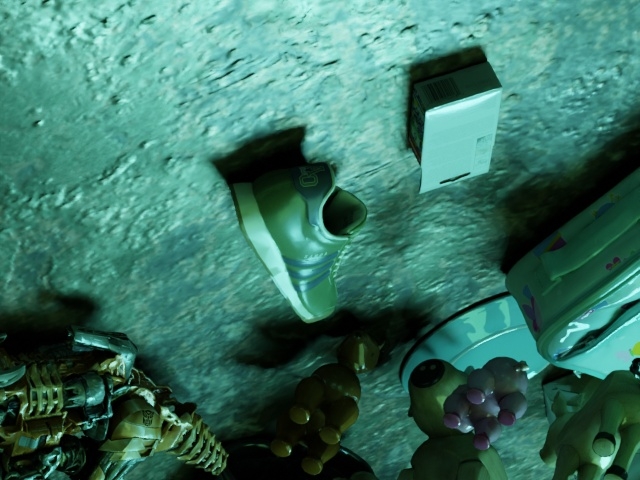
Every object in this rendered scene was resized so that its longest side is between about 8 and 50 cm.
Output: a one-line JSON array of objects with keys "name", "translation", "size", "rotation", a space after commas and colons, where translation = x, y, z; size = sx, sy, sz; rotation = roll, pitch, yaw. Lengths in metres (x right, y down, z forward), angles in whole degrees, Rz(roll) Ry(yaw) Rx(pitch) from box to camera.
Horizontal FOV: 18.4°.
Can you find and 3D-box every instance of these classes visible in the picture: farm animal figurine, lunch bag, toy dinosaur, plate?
[{"name": "farm animal figurine", "translation": [0.139, 0.196, 1.750], "size": [0.330, 0.172, 0.326], "rotation": [8, 126, 19]}, {"name": "lunch bag", "translation": [0.309, 0.018, 1.732], "size": [0.279, 0.108, 0.224], "rotation": [-42, 146, 26]}, {"name": "toy dinosaur", "translation": [-0.194, 0.167, 1.600], "size": [0.322, 0.164, 0.218], "rotation": [27, 109, -28]}, {"name": "plate", "translation": [0.167, 0.108, 1.866], "size": [0.188, 0.024, 0.188], "rotation": [-18, 151, -11]}]

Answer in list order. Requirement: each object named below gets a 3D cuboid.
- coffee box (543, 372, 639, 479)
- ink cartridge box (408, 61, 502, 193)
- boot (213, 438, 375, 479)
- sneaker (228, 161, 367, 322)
[{"name": "coffee box", "translation": [0.366, 0.174, 1.995], "size": [0.247, 0.141, 0.098], "rotation": [-22, 150, -2]}, {"name": "ink cartridge box", "translation": [0.100, -0.084, 1.502], "size": [0.063, 0.029, 0.115], "rotation": [-18, 151, -11]}, {"name": "boot", "translation": [-0.008, 0.294, 1.966], "size": [0.338, 0.118, 0.222], "rotation": [5, 135, -47]}, {"name": "sneaker", "translation": [0.000, 0.000, 1.530], "size": [0.086, 0.064, 0.192], "rotation": [-22, 148, 7]}]
